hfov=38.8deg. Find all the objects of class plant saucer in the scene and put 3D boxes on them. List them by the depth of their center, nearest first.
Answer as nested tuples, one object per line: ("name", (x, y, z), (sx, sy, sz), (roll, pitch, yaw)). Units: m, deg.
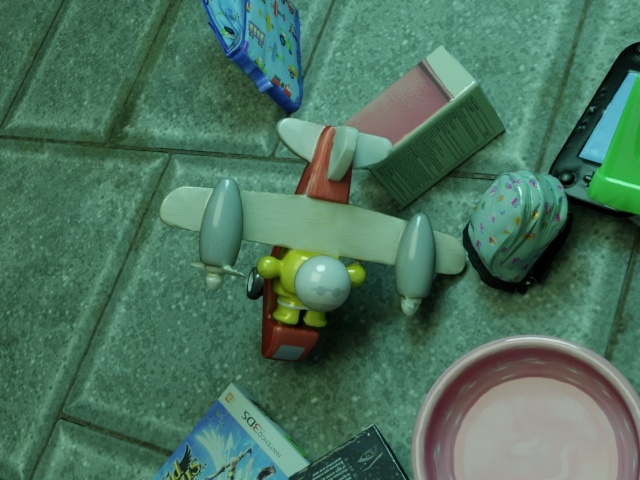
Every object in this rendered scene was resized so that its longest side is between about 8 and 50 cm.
("plant saucer", (0.295, 0.300, 1.265), (0.332, 0.084, 0.332), (-10, 63, 20))

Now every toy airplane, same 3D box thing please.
("toy airplane", (0.000, 0.000, 1.432), (0.386, 0.384, 0.272), (-29, 29, 6))

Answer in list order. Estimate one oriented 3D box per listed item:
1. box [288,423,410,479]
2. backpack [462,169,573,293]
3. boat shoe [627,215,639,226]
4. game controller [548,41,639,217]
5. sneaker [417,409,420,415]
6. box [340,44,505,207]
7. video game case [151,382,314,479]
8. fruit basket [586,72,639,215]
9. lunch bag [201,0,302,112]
("box", (0.061, 0.390, 1.356), (0.156, 0.093, 0.158), (-32, 51, -1))
("backpack", (0.300, -0.023, 1.399), (0.182, 0.115, 0.152), (-58, 44, 41))
("boat shoe", (0.496, -0.030, 1.370), (0.035, 0.035, 0.100), (-43, 42, -11))
("game controller", (0.489, -0.177, 1.415), (0.166, 0.067, 0.319), (20, 70, 43))
("sneaker", (0.192, 0.287, 1.383), (0.098, 0.038, 0.069), (-9, 60, 29))
("box", (0.177, -0.196, 1.586), (0.232, 0.148, 0.127), (-38, 50, 8))
("video game case", (-0.154, 0.415, 1.514), (0.269, 0.061, 0.244), (-51, 49, -2))
("fruit basket", (0.555, -0.062, 1.190), (0.283, 0.392, 0.392), (23, 78, 40))
("lunch bag", (-0.125, -0.407, 1.843), (0.138, 0.221, 0.293), (-27, 53, 17))
